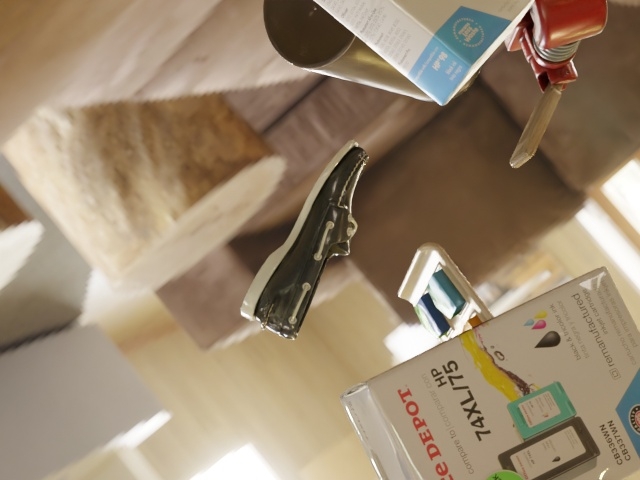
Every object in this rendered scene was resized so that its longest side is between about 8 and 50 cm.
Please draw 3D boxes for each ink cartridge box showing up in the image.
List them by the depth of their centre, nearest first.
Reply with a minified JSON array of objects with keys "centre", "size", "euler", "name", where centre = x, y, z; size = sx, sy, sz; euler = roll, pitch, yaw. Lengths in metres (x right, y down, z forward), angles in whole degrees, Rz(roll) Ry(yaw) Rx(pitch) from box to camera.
[{"centre":[0.059,-0.198,1.054],"size":[0.104,0.180,0.060],"euler":[-48,176,-30],"name":"ink cartridge box"},{"centre":[0.189,0.181,1.461],"size":[0.270,0.198,0.197],"euler":[-25,174,-11],"name":"ink cartridge box"}]

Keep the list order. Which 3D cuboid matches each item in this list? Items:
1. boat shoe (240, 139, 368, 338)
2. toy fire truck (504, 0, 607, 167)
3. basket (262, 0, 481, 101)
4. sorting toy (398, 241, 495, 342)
[{"centre":[0.000,0.000,2.045],"size":[0.302,0.091,0.114],"euler":[-60,171,-8],"name":"boat shoe"},{"centre":[0.272,-0.236,1.743],"size":[0.158,0.246,0.217],"euler":[-18,168,-6],"name":"toy fire truck"},{"centre":[0.052,-0.249,1.584],"size":[0.154,0.204,0.227],"euler":[-41,161,29],"name":"basket"},{"centre":[0.184,0.116,1.906],"size":[0.038,0.208,0.193],"euler":[-35,165,-19],"name":"sorting toy"}]
